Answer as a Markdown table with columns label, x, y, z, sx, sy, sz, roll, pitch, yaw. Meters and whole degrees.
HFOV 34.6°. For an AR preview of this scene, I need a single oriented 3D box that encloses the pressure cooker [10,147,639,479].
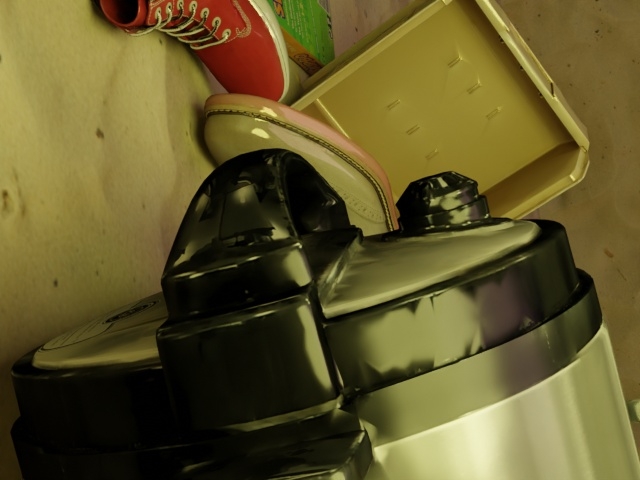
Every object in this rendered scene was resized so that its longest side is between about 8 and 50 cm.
| label | x | y | z | sx | sy | sz | roll | pitch | yaw |
| --- | --- | --- | --- | --- | --- | --- | --- | --- | --- |
| pressure cooker | 0.013 | 0.148 | 0.640 | 0.375 | 0.370 | 0.420 | -18 | 97 | -36 |

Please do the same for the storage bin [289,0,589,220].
| label | x | y | z | sx | sy | sz | roll | pitch | yaw |
| --- | --- | --- | --- | --- | --- | --- | --- | --- | --- |
| storage bin | 0.139 | -0.134 | 1.206 | 0.262 | 0.260 | 0.123 | 51 | 24 | -14 |

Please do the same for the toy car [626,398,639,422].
| label | x | y | z | sx | sy | sz | roll | pitch | yaw |
| --- | --- | --- | --- | --- | --- | --- | --- | --- | --- |
| toy car | 0.296 | 0.203 | 1.154 | 0.149 | 0.188 | 0.155 | -13 | 110 | -59 |

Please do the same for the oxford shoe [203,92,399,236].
| label | x | y | z | sx | sy | sz | roll | pitch | yaw |
| --- | --- | --- | --- | --- | --- | --- | --- | --- | --- |
| oxford shoe | 0.000 | 0.000 | 1.055 | 0.397 | 0.140 | 0.146 | 45 | 59 | -44 |

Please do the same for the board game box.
| label | x | y | z | sx | sy | sz | roll | pitch | yaw |
| --- | --- | --- | --- | --- | --- | --- | --- | --- | --- |
| board game box | -0.042 | -0.288 | 1.216 | 0.259 | 0.039 | 0.124 | 29 | 54 | -69 |

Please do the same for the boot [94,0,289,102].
| label | x | y | z | sx | sy | sz | roll | pitch | yaw |
| --- | --- | --- | --- | --- | --- | --- | --- | --- | --- |
| boot | -0.116 | -0.185 | 0.895 | 0.244 | 0.088 | 0.176 | 57 | 29 | -30 |

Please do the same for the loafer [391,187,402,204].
| label | x | y | z | sx | sy | sz | roll | pitch | yaw |
| --- | --- | --- | --- | --- | --- | --- | --- | --- | --- |
| loafer | 0.105 | -0.080 | 1.477 | 0.109 | 0.095 | 0.302 | 44 | 21 | -4 |
